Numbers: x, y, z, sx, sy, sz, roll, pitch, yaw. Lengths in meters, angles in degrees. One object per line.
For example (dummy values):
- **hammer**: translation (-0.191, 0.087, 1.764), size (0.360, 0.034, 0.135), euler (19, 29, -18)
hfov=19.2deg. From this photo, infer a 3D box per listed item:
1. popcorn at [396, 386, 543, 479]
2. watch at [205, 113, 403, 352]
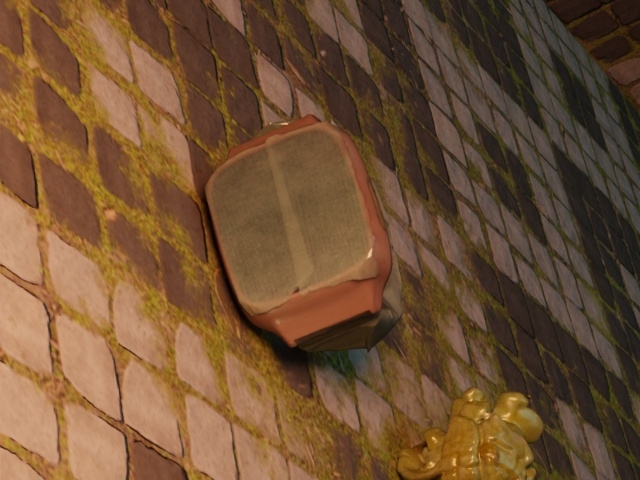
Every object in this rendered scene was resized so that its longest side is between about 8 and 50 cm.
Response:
- **popcorn**: translation (0.162, 0.235, 1.940), size (0.135, 0.162, 0.141), euler (40, -41, 45)
- **watch**: translation (0.000, 0.000, 1.865), size (0.241, 0.161, 0.253), euler (48, 24, -64)
